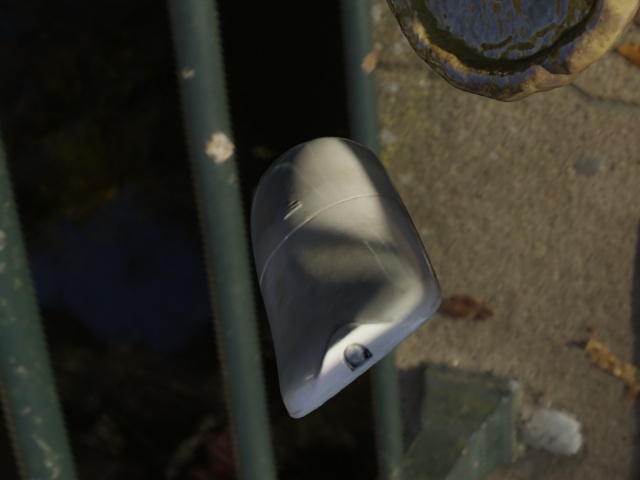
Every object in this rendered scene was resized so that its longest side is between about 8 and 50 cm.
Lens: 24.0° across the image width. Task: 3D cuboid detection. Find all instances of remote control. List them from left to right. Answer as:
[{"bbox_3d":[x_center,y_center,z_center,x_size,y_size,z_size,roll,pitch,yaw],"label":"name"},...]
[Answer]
[{"bbox_3d":[0.000,0.000,0.628,0.073,0.229,0.044,-36,108,8],"label":"remote control"}]

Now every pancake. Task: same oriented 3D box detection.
[{"bbox_3d":[0.141,-0.245,1.146,0.288,0.033,0.286,58,136,29],"label":"pancake"}]
